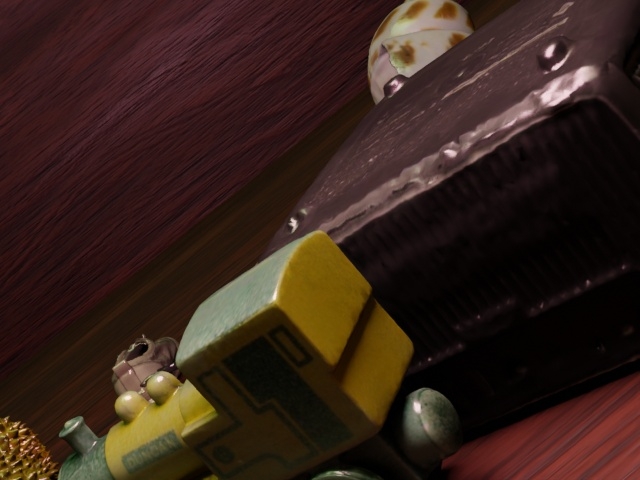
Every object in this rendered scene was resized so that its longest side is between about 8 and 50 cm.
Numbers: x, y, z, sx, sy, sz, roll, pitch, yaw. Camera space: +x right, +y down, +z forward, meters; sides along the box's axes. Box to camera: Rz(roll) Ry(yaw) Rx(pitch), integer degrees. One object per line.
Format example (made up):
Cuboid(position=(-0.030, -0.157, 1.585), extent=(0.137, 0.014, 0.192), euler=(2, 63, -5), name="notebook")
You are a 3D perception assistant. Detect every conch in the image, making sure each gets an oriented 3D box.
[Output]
Cuboid(position=(0.173, -0.259, 1.895), extent=(0.197, 0.368, 0.249), euler=(-27, -28, 4), name="conch")

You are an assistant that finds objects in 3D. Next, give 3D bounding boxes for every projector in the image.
Cuboid(position=(0.185, -0.059, 1.069), extent=(0.395, 0.242, 0.405), euler=(-30, 15, 36), name="projector")

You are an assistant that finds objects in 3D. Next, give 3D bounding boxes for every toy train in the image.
Cuboid(position=(-0.073, 0.174, 0.970), extent=(0.369, 0.237, 0.150), euler=(-33, 14, 31), name="toy train")

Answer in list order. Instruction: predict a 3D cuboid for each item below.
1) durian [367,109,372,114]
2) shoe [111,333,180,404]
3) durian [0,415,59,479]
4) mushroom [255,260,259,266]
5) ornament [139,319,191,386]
Cuboid(position=(0.130, -0.175, 2.088), extent=(0.249, 0.138, 0.183), euler=(-48, 21, -16), name="durian")
Cuboid(position=(-0.277, 0.202, 1.950), extent=(0.103, 0.098, 0.275), euler=(-35, 9, 2), name="shoe")
Cuboid(position=(-0.448, 0.355, 1.606), extent=(0.237, 0.200, 0.176), euler=(-47, 32, 27), name="durian")
Cuboid(position=(0.000, 0.001, 1.910), extent=(0.223, 0.081, 0.092), euler=(-40, -8, -19), name="mushroom")
Cuboid(position=(-0.180, 0.173, 1.777), extent=(0.202, 0.080, 0.236), euler=(-26, 16, 38), name="ornament")
